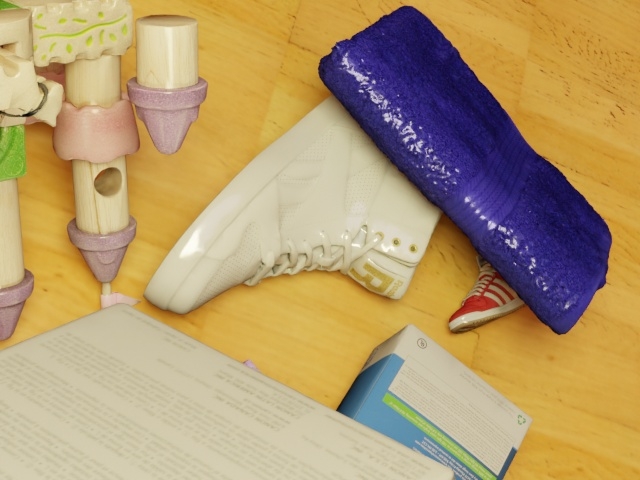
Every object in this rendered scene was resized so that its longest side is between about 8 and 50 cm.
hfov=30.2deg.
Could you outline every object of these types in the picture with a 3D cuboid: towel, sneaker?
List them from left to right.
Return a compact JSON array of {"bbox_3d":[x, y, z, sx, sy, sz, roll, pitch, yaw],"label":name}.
[{"bbox_3d":[0.000,0.000,1.002,0.169,0.108,0.292,45,57,2],"label":"sneaker"},{"bbox_3d":[0.139,-0.077,1.049,0.308,0.076,0.227,46,21,-4],"label":"towel"},{"bbox_3d":[0.152,0.041,1.091,0.118,0.042,0.067,-19,81,-37],"label":"sneaker"}]

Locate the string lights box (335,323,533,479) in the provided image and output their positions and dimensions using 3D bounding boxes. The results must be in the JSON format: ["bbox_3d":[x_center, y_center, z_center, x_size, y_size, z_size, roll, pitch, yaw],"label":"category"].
[{"bbox_3d":[0.047,0.207,0.917,0.133,0.077,0.259,39,58,-5],"label":"string lights box"}]

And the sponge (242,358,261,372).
[{"bbox_3d":[-0.035,0.210,0.941,0.117,0.031,0.210,-39,88,-32],"label":"sponge"}]

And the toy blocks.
[{"bbox_3d":[-0.242,-0.032,0.828,0.289,0.309,0.260,-15,118,-36],"label":"toy blocks"}]

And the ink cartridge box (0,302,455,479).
[{"bbox_3d":[-0.148,0.182,0.708,0.308,0.091,0.385,24,30,30],"label":"ink cartridge box"}]
